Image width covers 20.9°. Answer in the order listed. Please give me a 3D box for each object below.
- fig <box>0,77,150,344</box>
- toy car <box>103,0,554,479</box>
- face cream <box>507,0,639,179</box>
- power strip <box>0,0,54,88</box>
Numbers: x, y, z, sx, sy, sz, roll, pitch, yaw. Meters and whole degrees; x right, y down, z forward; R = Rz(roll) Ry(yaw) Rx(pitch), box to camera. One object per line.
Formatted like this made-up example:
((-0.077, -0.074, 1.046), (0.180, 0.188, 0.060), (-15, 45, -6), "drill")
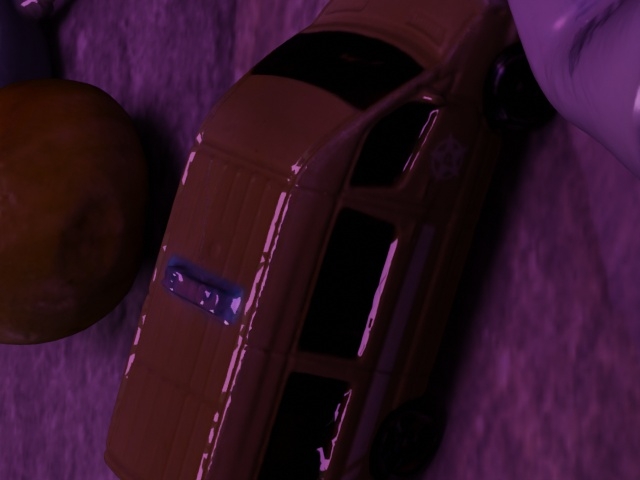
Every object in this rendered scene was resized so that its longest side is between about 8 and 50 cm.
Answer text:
((-0.152, -0.014, 0.919), (0.136, 0.121, 0.153), (-48, 25, 36), "fig")
((0.000, 0.000, 0.734), (0.101, 0.124, 0.256), (24, 99, 47), "toy car")
((0.137, -0.171, 0.647), (0.235, 0.137, 0.420), (-45, 42, 32), "face cream")
((-0.236, -0.069, 1.036), (0.167, 0.054, 0.253), (38, 91, 39), "power strip")
